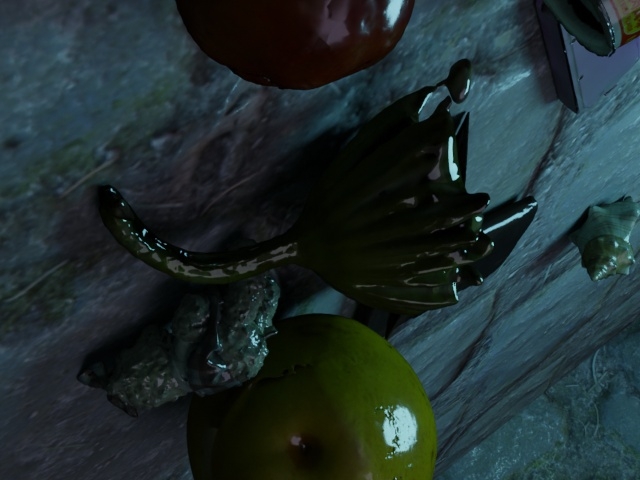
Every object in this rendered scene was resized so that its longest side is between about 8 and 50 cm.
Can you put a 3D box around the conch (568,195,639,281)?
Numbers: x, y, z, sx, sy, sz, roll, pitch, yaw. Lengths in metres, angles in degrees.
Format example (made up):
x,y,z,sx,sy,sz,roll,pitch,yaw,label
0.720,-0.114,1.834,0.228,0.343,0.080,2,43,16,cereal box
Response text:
x,y,z,sx,sy,sz,roll,pitch,yaw,label
0.516,-0.017,1.509,0.137,0.114,0.234,102,7,-66,conch

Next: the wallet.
x,y,z,sx,sy,sz,roll,pitch,yaw,label
0.176,0.043,1.182,0.309,0.042,0.165,-24,148,-32,wallet

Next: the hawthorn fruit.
x,y,z,sx,sy,sz,roll,pitch,yaw,label
-0.011,-0.171,0.471,0.148,0.148,0.172,-19,135,-40,hawthorn fruit

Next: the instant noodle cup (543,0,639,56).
x,y,z,sx,sy,sz,roll,pitch,yaw,label
0.298,-0.270,0.717,0.212,0.193,0.193,-36,155,6,instant noodle cup

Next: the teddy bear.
x,y,z,sx,sy,sz,roll,pitch,yaw,label
-0.112,0.107,0.795,0.213,0.111,0.133,-39,151,-8,teddy bear

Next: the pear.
x,y,z,sx,sy,sz,roll,pitch,yaw,label
-0.010,0.231,0.942,0.285,0.285,0.336,-33,156,-19,pear

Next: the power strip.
x,y,z,sx,sy,sz,roll,pitch,yaw,label
0.305,-0.232,0.932,0.109,0.037,0.279,-44,155,6,power strip

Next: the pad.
x,y,z,sx,sy,sz,roll,pitch,yaw,label
0.118,-0.011,0.937,0.158,0.003,0.235,-76,-174,-46,pad

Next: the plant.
x,y,z,sx,sy,sz,roll,pitch,yaw,label
-0.015,-0.021,0.763,0.333,0.180,0.251,-8,133,-8,plant
